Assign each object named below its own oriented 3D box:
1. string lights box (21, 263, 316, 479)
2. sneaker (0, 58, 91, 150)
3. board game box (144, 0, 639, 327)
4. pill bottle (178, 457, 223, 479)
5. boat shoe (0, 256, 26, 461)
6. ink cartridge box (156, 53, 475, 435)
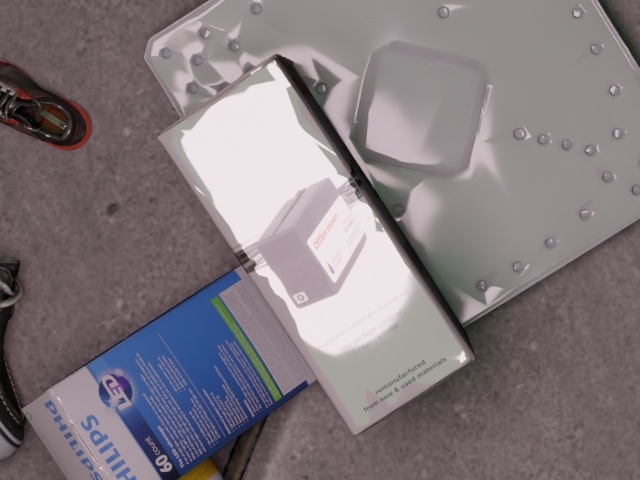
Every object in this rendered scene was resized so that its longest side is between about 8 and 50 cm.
[{"bbox_3d":[-0.128,0.135,1.780,0.260,0.077,0.133,-33,90,-35],"label":"string lights box"},{"bbox_3d":[-0.295,-0.136,1.851,0.158,0.065,0.061,21,93,1],"label":"sneaker"},{"bbox_3d":[0.095,-0.122,1.843,0.390,0.050,0.390,-32,91,3],"label":"board game box"},{"bbox_3d":[-0.157,0.220,1.842,0.103,0.103,0.184,-33,90,3],"label":"pill bottle"},{"bbox_3d":[-0.340,0.045,1.833,0.119,0.121,0.335,-23,94,-2],"label":"boat shoe"},{"bbox_3d":[0.000,0.000,1.715,0.129,0.223,0.307,-33,91,4],"label":"ink cartridge box"}]
